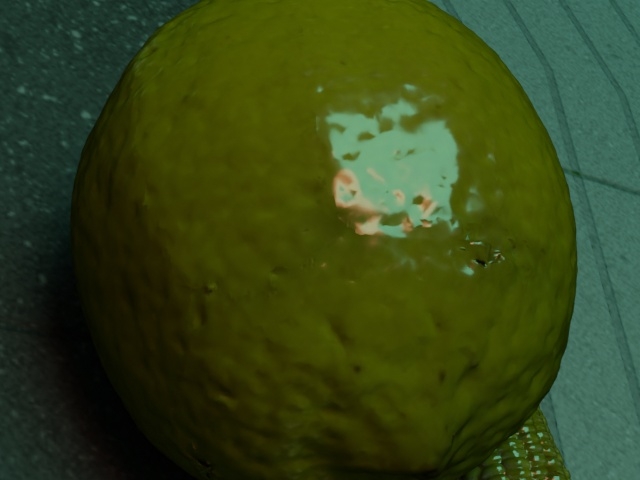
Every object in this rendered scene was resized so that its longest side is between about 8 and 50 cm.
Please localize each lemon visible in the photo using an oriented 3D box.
[{"bbox_3d":[0.001,0.002,0.928,0.336,0.336,0.336,24,38,-21],"label":"lemon"}]

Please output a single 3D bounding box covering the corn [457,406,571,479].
[{"bbox_3d":[0.117,0.152,1.058,0.101,0.101,0.291,12,40,-33],"label":"corn"}]
